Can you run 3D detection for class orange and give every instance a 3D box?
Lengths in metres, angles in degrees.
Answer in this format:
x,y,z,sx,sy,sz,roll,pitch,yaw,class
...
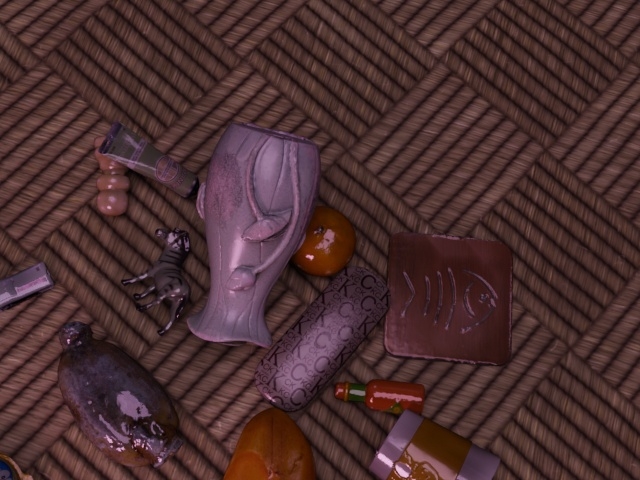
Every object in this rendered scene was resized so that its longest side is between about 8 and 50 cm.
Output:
x,y,z,sx,sy,sz,roll,pitch,yaw,class
0.000,0.000,1.921,0.156,0.124,0.156,1,72,-4,orange

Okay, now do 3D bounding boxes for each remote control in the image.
x,y,z,sx,sy,sz,roll,pitch,yaw,class
-0.654,0.106,1.889,0.166,0.029,0.065,-26,76,-12,remote control

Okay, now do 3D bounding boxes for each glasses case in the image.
x,y,z,sx,sy,sz,roll,pitch,yaw,class
0.007,0.206,1.879,0.137,0.085,0.355,41,75,7,glasses case

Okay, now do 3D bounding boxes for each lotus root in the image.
x,y,z,sx,sy,sz,roll,pitch,yaw,class
-0.414,0.314,1.782,0.175,0.175,0.349,-38,75,-14,lotus root

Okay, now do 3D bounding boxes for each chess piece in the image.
x,y,z,sx,sy,sz,roll,pitch,yaw,class
-0.456,-0.138,1.956,0.094,0.094,0.171,3,80,-3,chess piece

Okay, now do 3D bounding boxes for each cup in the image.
x,y,z,sx,sy,sz,roll,pitch,yaw,class
0.212,0.479,1.781,0.226,0.185,0.241,33,105,11,cup

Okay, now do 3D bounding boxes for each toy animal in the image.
x,y,z,sx,sy,sz,roll,pitch,yaw,class
-0.322,0.079,1.884,0.176,0.073,0.217,-36,49,-3,toy animal

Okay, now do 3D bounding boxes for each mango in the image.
x,y,z,sx,sy,sz,roll,pitch,yaw,class
-0.093,0.465,1.770,0.187,0.138,0.257,9,69,16,mango

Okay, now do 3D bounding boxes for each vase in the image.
x,y,z,sx,sy,sz,roll,pitch,yaw,class
-0.140,-0.006,1.800,0.249,0.250,0.446,14,98,0,vase

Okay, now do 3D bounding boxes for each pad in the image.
x,y,z,sx,sy,sz,roll,pitch,yaw,class
0.284,0.126,1.958,0.283,0.018,0.287,5,73,-2,pad

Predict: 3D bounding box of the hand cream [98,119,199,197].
x,y,z,sx,sy,sz,roll,pitch,yaw,class
-0.364,-0.166,1.941,0.235,0.055,0.086,33,62,-20,hand cream

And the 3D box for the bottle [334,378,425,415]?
x,y,z,sx,sy,sz,roll,pitch,yaw,class
0.123,0.324,1.863,0.187,0.069,0.069,7,73,0,bottle

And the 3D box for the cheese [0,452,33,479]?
x,y,z,sx,sy,sz,roll,pitch,yaw,class
-0.702,0.501,1.744,0.270,0.069,0.177,-1,73,-5,cheese
